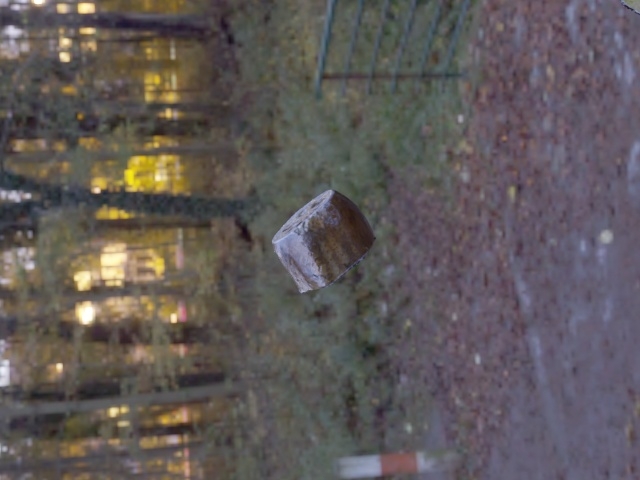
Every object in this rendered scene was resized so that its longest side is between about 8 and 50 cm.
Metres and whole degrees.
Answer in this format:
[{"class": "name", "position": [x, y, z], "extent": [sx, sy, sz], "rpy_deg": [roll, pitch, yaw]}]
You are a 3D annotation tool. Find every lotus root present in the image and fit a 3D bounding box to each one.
[{"class": "lotus root", "position": [-0.001, 0.000, 1.321], "extent": [0.081, 0.122, 0.112], "rpy_deg": [49, 174, -14]}]

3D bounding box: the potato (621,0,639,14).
[{"class": "potato", "position": [0.470, -0.413, 1.439], "extent": [0.117, 0.182, 0.202], "rpy_deg": [133, 124, -73]}]
